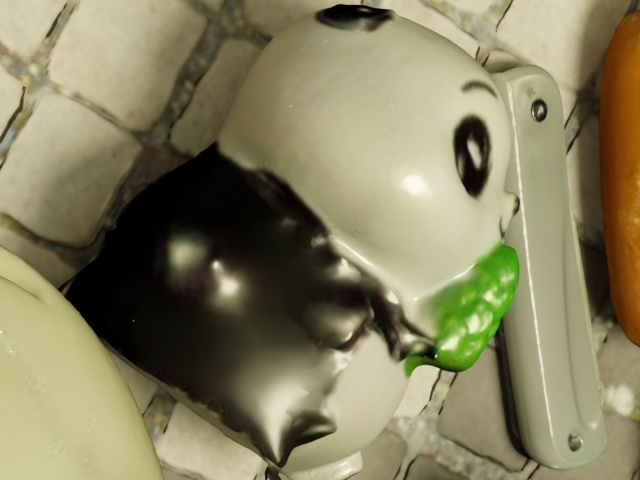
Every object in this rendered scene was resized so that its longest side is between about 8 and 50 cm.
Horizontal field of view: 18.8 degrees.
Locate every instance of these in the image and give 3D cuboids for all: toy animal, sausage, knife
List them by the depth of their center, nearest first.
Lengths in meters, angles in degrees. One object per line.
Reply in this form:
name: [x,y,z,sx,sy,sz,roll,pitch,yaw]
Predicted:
toy animal: [0.008,0.005,1.101,0.212,0.212,0.267,44,85,-20]
sausage: [0.225,-0.043,1.249,0.098,0.098,0.238,-5,99,-22]
knife: [0.145,0.018,1.251,0.073,0.040,0.266,-15,101,-32]

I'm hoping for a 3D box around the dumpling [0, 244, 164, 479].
dumpling: [-0.238,0.151,1.016,0.315,0.233,0.395,-31,141,2]
